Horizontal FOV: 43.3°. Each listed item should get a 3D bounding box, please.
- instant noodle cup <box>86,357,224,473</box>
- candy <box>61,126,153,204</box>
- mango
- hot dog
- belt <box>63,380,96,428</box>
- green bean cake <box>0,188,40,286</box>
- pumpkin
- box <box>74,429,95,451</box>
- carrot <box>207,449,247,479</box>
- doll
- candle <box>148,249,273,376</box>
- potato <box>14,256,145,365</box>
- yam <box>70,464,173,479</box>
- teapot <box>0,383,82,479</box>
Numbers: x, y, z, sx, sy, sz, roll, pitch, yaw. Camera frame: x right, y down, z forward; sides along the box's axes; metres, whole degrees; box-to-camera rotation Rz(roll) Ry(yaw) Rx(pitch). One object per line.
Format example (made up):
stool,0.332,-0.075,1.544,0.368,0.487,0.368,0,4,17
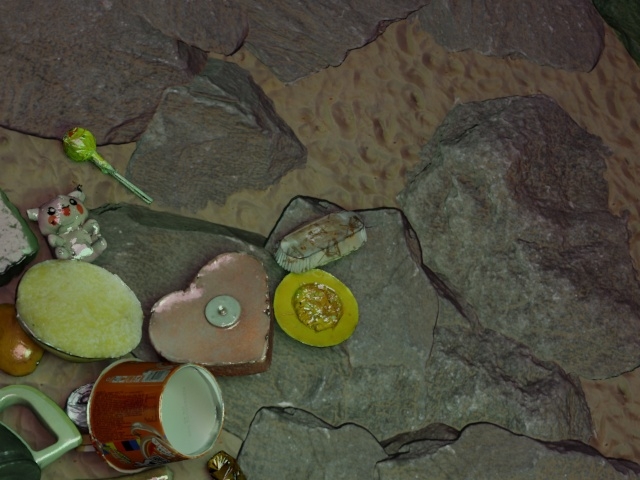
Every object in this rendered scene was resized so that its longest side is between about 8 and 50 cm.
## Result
instant noodle cup,-0.341,0.366,1.718,0.250,0.192,0.251,23,62,-51
candy,-0.517,-0.175,1.968,0.262,0.077,0.073,39,45,-12
mango,-0.669,0.219,1.781,0.115,0.089,0.165,-6,72,-9
hot dog,0.000,0.000,2.036,0.267,0.075,0.144,-24,47,-28
belt,-0.502,0.368,1.801,0.139,0.058,0.105,-8,81,-23
green bean cake,-0.768,-0.002,1.797,0.222,0.125,0.227,-32,87,-26
pumpkin,-0.016,0.183,1.990,0.217,0.110,0.218,5,58,-9
box,-0.483,0.434,1.758,0.105,0.105,0.037,0,83,-17
carrot,-0.174,0.582,1.832,0.069,0.069,0.229,-35,87,-23
doll,-0.584,-0.029,1.879,0.149,0.095,0.192,-25,80,-29
candle,-0.217,0.198,1.873,0.287,0.131,0.317,35,68,23
potato,-0.551,0.164,1.800,0.299,0.116,0.239,18,56,-37
yam,-0.468,0.542,1.755,0.299,0.066,0.066,-4,74,-20
teapot,-0.690,0.423,1.626,0.321,0.239,0.239,-41,65,-6
